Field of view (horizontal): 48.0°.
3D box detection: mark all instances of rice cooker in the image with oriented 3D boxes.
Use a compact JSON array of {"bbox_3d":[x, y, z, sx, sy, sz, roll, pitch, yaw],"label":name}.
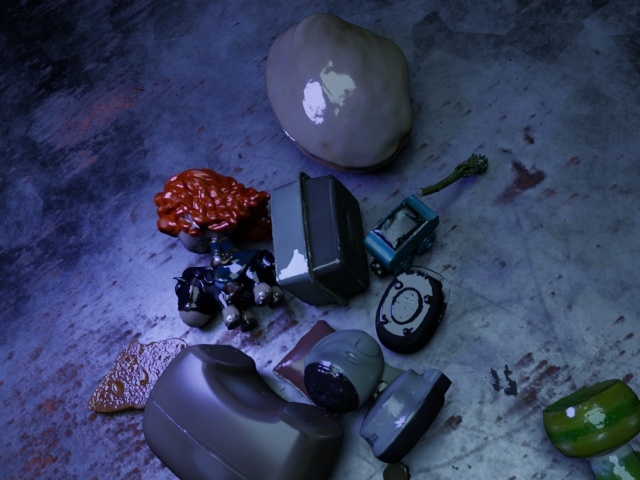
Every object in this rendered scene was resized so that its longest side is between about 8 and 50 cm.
[{"bbox_3d":[0.200,0.152,1.597,0.142,0.118,0.203,22,78,21],"label":"rice cooker"}]

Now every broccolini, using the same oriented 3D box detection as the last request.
[{"bbox_3d":[0.308,-0.150,1.693,0.239,0.054,0.051,-27,14,-32],"label":"broccolini"}]

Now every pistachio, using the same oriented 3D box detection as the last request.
[{"bbox_3d":[0.054,-0.376,1.801,0.365,0.281,0.445,-28,77,-10],"label":"pistachio"}]

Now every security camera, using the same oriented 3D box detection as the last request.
[{"bbox_3d":[0.096,0.300,1.468,0.277,0.197,0.191,39,54,10],"label":"security camera"}]

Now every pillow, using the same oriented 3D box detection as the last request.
[{"bbox_3d":[0.011,0.288,1.605,0.179,0.075,0.171,38,74,22],"label":"pillow"}]

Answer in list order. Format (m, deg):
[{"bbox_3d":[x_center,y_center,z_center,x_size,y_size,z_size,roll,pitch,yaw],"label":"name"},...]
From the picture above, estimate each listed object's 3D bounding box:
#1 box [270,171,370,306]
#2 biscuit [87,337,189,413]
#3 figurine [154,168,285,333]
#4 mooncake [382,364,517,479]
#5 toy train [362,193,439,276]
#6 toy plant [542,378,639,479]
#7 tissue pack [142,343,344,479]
[{"bbox_3d":[0.000,0.000,1.662,0.166,0.220,0.290,-17,62,21],"label":"box"},{"bbox_3d":[-0.429,0.327,1.713,0.280,0.043,0.183,-36,60,1],"label":"biscuit"},{"bbox_3d":[-0.242,0.023,1.723,0.306,0.241,0.411,-14,80,36],"label":"figurine"},{"bbox_3d":[0.273,0.389,1.508,0.347,0.057,0.150,-23,75,-1],"label":"mooncake"},{"bbox_3d":[0.187,-0.007,1.655,0.198,0.154,0.107,-44,67,-9],"label":"toy train"},{"bbox_3d":[0.576,0.439,1.372,0.224,0.184,0.316,-25,79,7],"label":"toy plant"},{"bbox_3d":[-0.173,0.409,1.486,0.387,0.267,0.277,30,90,23],"label":"tissue pack"}]
